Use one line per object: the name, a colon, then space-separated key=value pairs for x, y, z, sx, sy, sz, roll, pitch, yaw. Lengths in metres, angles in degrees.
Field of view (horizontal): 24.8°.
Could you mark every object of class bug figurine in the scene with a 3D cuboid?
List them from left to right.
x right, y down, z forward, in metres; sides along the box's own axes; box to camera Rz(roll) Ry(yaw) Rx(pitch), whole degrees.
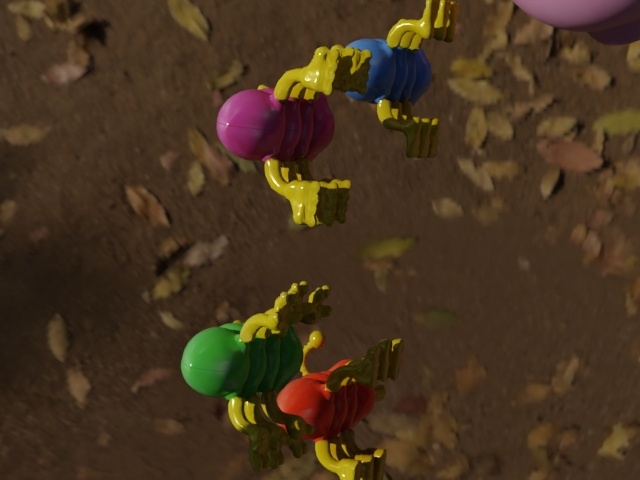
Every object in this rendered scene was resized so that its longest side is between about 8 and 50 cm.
bug figurine: x=0.000 y=0.000 z=0.775 sx=0.072 sy=0.216 sz=0.279 roll=12 pitch=95 yaw=24

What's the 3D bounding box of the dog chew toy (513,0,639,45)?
dog chew toy: x=0.123 y=-0.264 z=0.781 sx=0.206 sy=0.206 sz=0.332 roll=-22 pitch=111 yaw=1
